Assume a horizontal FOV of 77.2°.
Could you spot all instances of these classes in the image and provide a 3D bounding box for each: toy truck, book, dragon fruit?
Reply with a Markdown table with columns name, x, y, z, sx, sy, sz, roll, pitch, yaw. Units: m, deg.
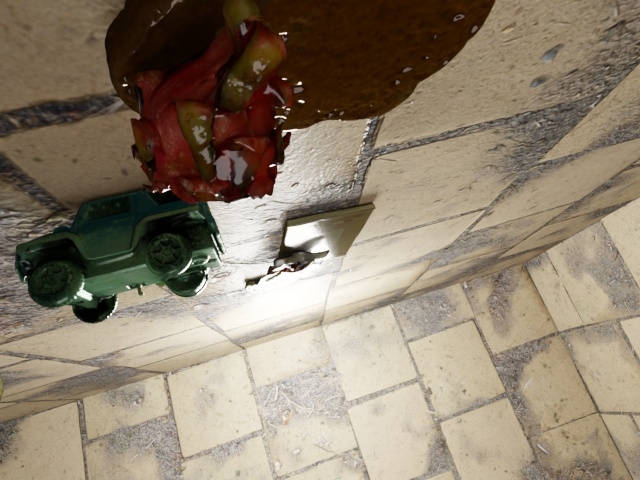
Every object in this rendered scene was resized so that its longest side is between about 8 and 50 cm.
| name | x | y | z | sx | sy | sz | roll | pitch | yaw |
| --- | --- | --- | --- | --- | --- | --- | --- | --- | --- |
| toy truck | -0.294 | 0.020 | 0.622 | 0.279 | 0.156 | 0.155 | -14 | 160 | -10 |
| book | 0.000 | 0.000 | 1.041 | 0.217 | 0.021 | 0.310 | -13 | 160 | -16 |
| dragon fruit | -0.084 | -0.101 | 0.339 | 0.133 | 0.150 | 0.207 | -42 | 173 | -41 |

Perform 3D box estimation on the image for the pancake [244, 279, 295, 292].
| name | x | y | z | sx | sy | sz | roll | pitch | yaw |
| --- | --- | --- | --- | --- | --- | --- | --- | --- | --- |
| pancake | -0.147 | 0.127 | 1.261 | 0.184 | 0.020 | 0.190 | -31 | 158 | 34 |

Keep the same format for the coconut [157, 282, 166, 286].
| name | x | y | z | sx | sy | sz | roll | pitch | yaw |
| --- | --- | --- | --- | --- | --- | --- | --- | --- | --- |
| coconut | -0.307 | 0.051 | 0.813 | 0.088 | 0.088 | 0.096 | -12 | 155 | -17 |

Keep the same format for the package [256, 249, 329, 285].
| name | x | y | z | sx | sy | sz | roll | pitch | yaw |
| --- | --- | --- | --- | --- | --- | --- | --- | --- | --- |
| package | -0.078 | 0.082 | 1.107 | 0.166 | 0.040 | 0.232 | -9 | 160 | -27 |

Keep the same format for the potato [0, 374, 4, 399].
| name | x | y | z | sx | sy | sz | roll | pitch | yaw |
| --- | --- | --- | --- | --- | --- | --- | --- | --- | --- |
| potato | -0.986 | 0.435 | 1.106 | 0.178 | 0.160 | 0.235 | -37 | 165 | -22 |

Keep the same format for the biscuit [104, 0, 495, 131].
| name | x | y | z | sx | sy | sz | roll | pitch | yaw |
| --- | --- | --- | --- | --- | --- | --- | --- | --- | --- |
| biscuit | -0.012 | -0.214 | 0.364 | 0.381 | 0.074 | 0.359 | -16 | 160 | 2 |
